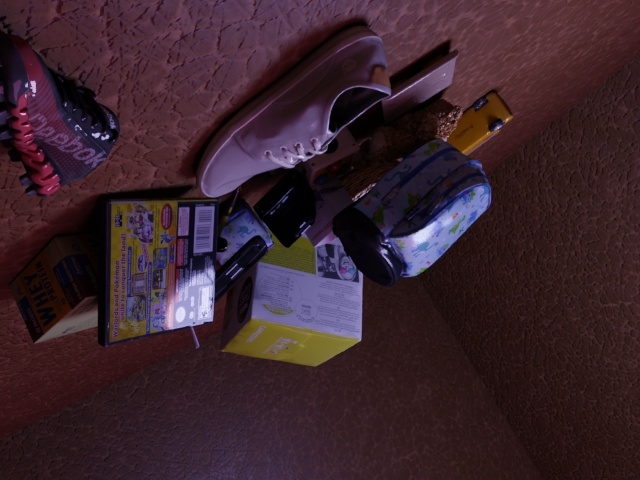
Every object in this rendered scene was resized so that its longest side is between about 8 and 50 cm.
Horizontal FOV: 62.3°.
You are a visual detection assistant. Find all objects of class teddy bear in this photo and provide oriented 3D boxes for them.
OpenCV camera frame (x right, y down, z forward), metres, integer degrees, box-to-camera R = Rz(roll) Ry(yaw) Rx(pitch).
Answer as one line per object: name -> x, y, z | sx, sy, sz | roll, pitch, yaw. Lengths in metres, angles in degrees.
teddy bear -> 0.228, -0.261, 1.385 | 0.338, 0.113, 0.245 | -29, 179, -45

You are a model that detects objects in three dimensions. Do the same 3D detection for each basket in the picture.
basket -> 0.134, -0.161, 1.728 | 0.299, 0.223, 0.213 | -30, 136, -1

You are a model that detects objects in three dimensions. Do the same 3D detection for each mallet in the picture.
mallet -> -0.232, -0.054, 1.245 | 0.062, 0.039, 0.189 | 1, 121, -38

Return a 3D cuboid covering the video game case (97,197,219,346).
video game case -> -0.316, 0.052, 1.053 | 0.035, 0.274, 0.248 | 13, -167, 40

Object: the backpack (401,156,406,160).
backpack -> 0.318, -0.273, 1.690 | 0.114, 0.105, 0.084 | -34, 179, -23

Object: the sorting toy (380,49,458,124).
sorting toy -> 0.226, -0.359, 1.243 | 0.193, 0.038, 0.208 | -31, 174, 5

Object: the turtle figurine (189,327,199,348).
turtle figurine -> -0.338, 0.073, 1.280 | 0.266, 0.275, 0.198 | -47, -165, 44

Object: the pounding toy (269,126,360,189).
pounding toy -> -0.018, -0.183, 1.219 | 0.206, 0.094, 0.181 | -28, 169, -15

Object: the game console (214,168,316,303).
game console -> -0.149, 0.006, 1.221 | 0.361, 0.044, 0.213 | -45, 157, -6

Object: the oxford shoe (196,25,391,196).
oxford shoe -> -0.057, -0.198, 0.970 | 0.449, 0.130, 0.169 | -34, 170, 23

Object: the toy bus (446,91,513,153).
toy bus -> 0.477, -0.346, 1.762 | 0.333, 0.108, 0.130 | -38, 167, 33

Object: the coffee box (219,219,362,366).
coffee box -> -0.093, 0.175, 1.654 | 0.338, 0.334, 0.337 | 15, 149, -19

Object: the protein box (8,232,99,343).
protein box -> -0.481, 0.089, 1.100 | 0.200, 0.136, 0.201 | -35, 169, 27

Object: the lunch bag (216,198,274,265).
lunch bag -> -0.214, -0.007, 1.345 | 0.151, 0.129, 0.096 | -35, -160, 3

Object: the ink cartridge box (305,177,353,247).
ink cartridge box -> -0.003, -0.100, 1.373 | 0.082, 0.190, 0.139 | -19, 163, -44

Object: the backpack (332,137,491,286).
backpack -> 0.236, -0.075, 1.282 | 0.355, 0.273, 0.290 | -54, 149, -16

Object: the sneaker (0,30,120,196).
sneaker -> -0.306, -0.147, 0.611 | 0.135, 0.097, 0.276 | -26, 170, -23
